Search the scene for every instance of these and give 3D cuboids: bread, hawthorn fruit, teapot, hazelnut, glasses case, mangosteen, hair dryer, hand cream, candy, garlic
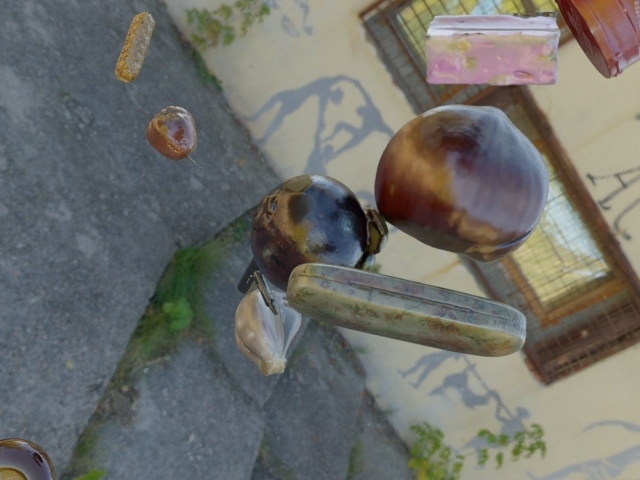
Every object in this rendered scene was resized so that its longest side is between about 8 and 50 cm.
[{"bbox_3d":[-0.374,-0.390,1.362,0.044,0.052,0.157,31,65,-44],"label":"bread"},{"bbox_3d":[-0.419,-0.284,1.916,0.149,0.149,0.189,-45,129,-71],"label":"hawthorn fruit"},{"bbox_3d":[-0.606,0.490,1.358,0.252,0.178,0.135,33,-5,-16],"label":"teapot"},{"bbox_3d":[0.334,-0.127,1.571,0.409,0.359,0.359,11,38,-17],"label":"hazelnut"},{"bbox_3d":[0.149,0.124,1.197,0.156,0.425,0.098,96,6,-66],"label":"glasses case"},{"bbox_3d":[-0.012,-0.012,1.570,0.311,0.311,0.311,50,20,-26],"label":"mangosteen"},{"bbox_3d":[-0.157,0.137,1.793,0.050,0.173,0.195,3,50,-29],"label":"hair dryer"},{"bbox_3d":[0.474,-0.374,1.093,0.193,0.125,0.193,52,19,-26],"label":"hand cream"},{"bbox_3d":[0.347,-0.389,1.373,0.155,0.265,0.116,-70,159,-52],"label":"candy"},{"bbox_3d":[-0.164,0.256,2.275,0.340,0.245,0.231,-48,149,-47],"label":"garlic"}]
